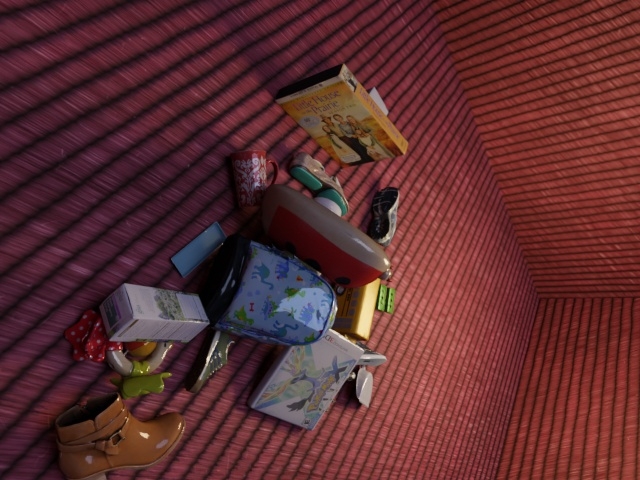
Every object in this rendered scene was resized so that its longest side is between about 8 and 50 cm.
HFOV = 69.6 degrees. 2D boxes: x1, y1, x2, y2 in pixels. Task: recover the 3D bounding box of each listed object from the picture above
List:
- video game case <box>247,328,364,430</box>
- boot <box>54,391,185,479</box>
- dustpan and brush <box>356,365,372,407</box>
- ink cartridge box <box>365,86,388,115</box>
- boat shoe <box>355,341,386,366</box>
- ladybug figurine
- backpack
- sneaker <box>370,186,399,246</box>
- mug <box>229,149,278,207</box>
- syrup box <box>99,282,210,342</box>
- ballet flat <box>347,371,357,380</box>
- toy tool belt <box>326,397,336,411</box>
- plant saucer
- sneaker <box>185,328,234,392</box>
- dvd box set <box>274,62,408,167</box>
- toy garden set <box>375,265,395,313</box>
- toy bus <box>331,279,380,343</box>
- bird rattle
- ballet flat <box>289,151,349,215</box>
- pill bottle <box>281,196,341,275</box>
[{"bbox_3d":[-0.036,0.439,1.503,0.300,0.036,0.329,38,84,-37],"label":"video game case"},{"bbox_3d":[-0.447,0.422,1.050,0.283,0.109,0.220,-19,122,-36],"label":"boot"},{"bbox_3d":[0.171,0.536,1.820,0.147,0.060,0.211,56,46,-54],"label":"dustpan and brush"},{"bbox_3d":[0.157,-0.513,1.862,0.127,0.176,0.128,53,48,-30],"label":"ink cartridge box"},{"bbox_3d":[0.181,0.440,1.807,0.183,0.065,0.083,16,38,-38],"label":"boat shoe"},{"bbox_3d":[0.000,0.000,1.357,0.162,0.449,0.305,-56,163,-3],"label":"ladybug figurine"},{"bbox_3d":[-0.130,0.168,1.308,0.355,0.273,0.290,33,66,-27],"label":"backpack"},{"bbox_3d":[0.286,-0.104,2.031,0.122,0.110,0.283,52,49,-54],"label":"sneaker"},{"bbox_3d":[-0.201,-0.191,1.442,0.150,0.113,0.169,-5,93,-8],"label":"mug"},{"bbox_3d":[-0.390,0.179,1.102,0.237,0.096,0.093,21,33,-57],"label":"syrup box"},{"bbox_3d":[0.100,0.512,1.753,0.114,0.041,0.041,25,66,-44],"label":"ballet flat"},{"bbox_3d":[0.013,0.588,1.643,0.083,0.052,0.051,-3,118,-46],"label":"toy tool belt"},{"bbox_3d":[-0.348,0.024,1.327,0.192,0.018,0.067,-49,120,-42],"label":"plant saucer"},{"bbox_3d":[-0.301,0.344,1.297,0.086,0.064,0.192,40,53,-33],"label":"sneaker"},{"bbox_3d":[0.082,-0.427,1.666,0.420,0.308,0.062,39,59,-40],"label":"dvd box set"},{"bbox_3d":[0.228,0.187,1.944,0.244,0.049,0.203,24,69,-44],"label":"toy garden set"},{"bbox_3d":[0.121,0.257,1.685,0.108,0.130,0.332,37,58,-40],"label":"toy bus"},{"bbox_3d":[-0.468,0.257,1.114,0.253,0.143,0.207,54,35,-12],"label":"bird rattle"},{"bbox_3d":[0.012,-0.216,1.714,0.316,0.107,0.106,43,47,-38],"label":"ballet flat"},{"bbox_3d":[-0.027,-0.012,1.597,0.153,0.153,0.264,47,53,-34],"label":"pill bottle"}]
